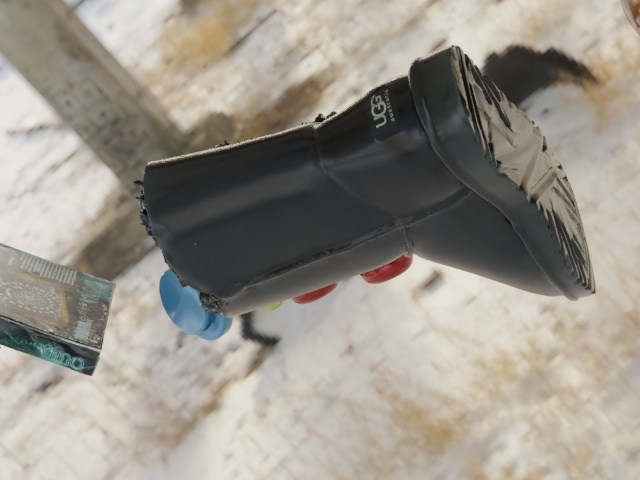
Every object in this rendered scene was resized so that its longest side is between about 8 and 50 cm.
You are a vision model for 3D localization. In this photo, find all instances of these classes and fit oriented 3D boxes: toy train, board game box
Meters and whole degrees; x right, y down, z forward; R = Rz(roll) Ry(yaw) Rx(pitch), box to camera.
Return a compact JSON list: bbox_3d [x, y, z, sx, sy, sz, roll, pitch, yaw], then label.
[{"bbox_3d":[0.000,0.000,1.036,0.143,0.105,0.248,-33,9,-40],"label":"toy train"},{"bbox_3d":[-0.233,0.050,1.184,0.186,0.126,0.026,-105,36,-75],"label":"board game box"}]

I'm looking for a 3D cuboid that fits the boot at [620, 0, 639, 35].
[{"bbox_3d":[0.251,-0.235,0.819,0.283,0.109,0.220,111,151,-42],"label":"boot"}]

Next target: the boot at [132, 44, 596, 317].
[{"bbox_3d":[0.033,-0.009,0.865,0.207,0.246,0.094,-20,59,22],"label":"boot"}]
